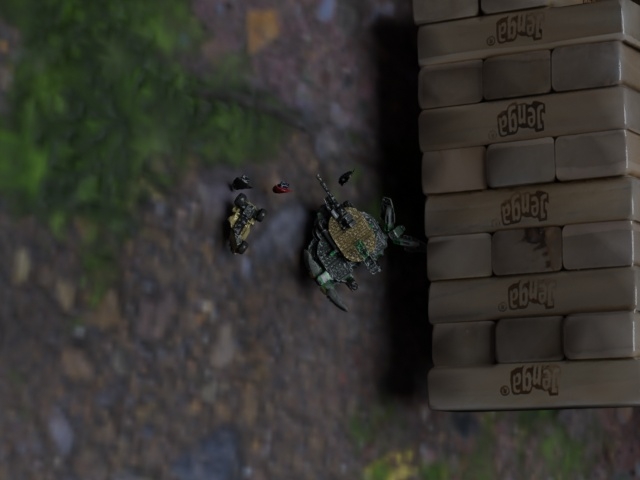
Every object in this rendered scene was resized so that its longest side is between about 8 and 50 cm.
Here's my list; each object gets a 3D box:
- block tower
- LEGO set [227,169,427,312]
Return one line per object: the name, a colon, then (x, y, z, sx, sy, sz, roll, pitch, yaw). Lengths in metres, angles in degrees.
block tower: (0.095, -0.099, 0.778, 0.097, 0.091, 0.335, 13, 74, -57)
LEGO set: (-0.001, -0.003, 0.751, 0.083, 0.023, 0.054, 28, 64, -18)
